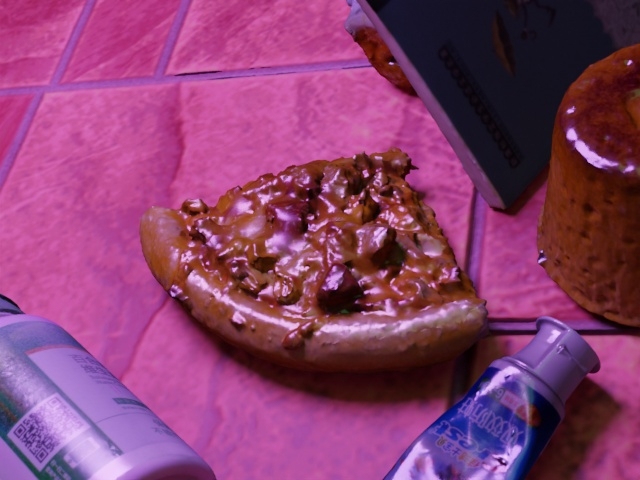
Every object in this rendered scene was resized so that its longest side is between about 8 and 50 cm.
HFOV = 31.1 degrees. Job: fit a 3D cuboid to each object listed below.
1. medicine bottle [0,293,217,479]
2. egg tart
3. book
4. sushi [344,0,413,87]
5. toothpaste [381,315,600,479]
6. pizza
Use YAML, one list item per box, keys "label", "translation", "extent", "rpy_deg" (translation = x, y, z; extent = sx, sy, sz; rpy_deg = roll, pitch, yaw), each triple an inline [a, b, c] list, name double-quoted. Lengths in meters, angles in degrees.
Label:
- label: "medicine bottle"
  translation: [-0.205, 0.143, 0.855]
  extent: [0.133, 0.133, 0.274]
  rpy_deg: [-43, 51, -18]
- label: "egg tart"
  translation: [0.251, -0.049, 0.855]
  extent: [0.202, 0.147, 0.202]
  rpy_deg: [-11, 48, 13]
- label: "book"
  translation: [0.196, -0.244, 0.982]
  extent: [0.379, 0.264, 0.031]
  rpy_deg: [-47, 24, -21]
- label: "sushi"
  translation: [0.132, -0.274, 1.080]
  extent: [0.274, 0.139, 0.184]
  rpy_deg: [-44, 43, -6]
- label: "toothpaste"
  translation: [0.092, 0.167, 0.792]
  extent: [0.096, 0.061, 0.266]
  rpy_deg: [32, 72, 36]
- label: "pizza"
  translation: [0.000, 0.000, 0.943]
  extent: [0.335, 0.086, 0.226]
  rpy_deg: [16, 59, 32]
